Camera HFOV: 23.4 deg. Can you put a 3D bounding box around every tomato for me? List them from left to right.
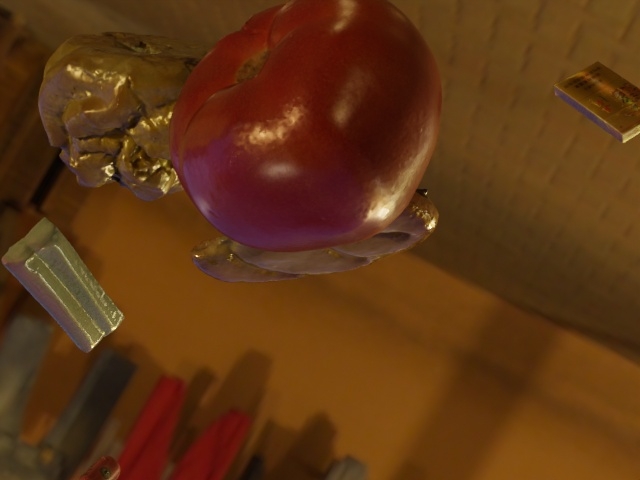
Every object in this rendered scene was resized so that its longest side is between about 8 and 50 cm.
[{"bbox_3d":[-0.006,-0.112,1.600,0.226,0.298,0.298,50,168,-29],"label":"tomato"}]

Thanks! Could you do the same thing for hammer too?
[{"bbox_3d":[-0.305,0.326,2.120,0.043,0.043,0.083,30,-152,10],"label":"hammer"}]

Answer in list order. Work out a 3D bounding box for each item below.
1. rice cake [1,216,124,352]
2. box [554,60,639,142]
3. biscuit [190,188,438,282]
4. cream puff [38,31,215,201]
[{"bbox_3d":[-0.328,0.063,1.991,0.042,0.080,0.222,31,161,36],"label":"rice cake"},{"bbox_3d":[0.425,-0.205,2.272,0.156,0.089,0.022,46,160,43],"label":"box"},{"bbox_3d":[0.001,0.002,1.886,0.299,0.045,0.154,-18,150,21],"label":"biscuit"},{"bbox_3d":[-0.262,-0.176,2.338,0.324,0.257,0.291,6,-160,-4],"label":"cream puff"}]
